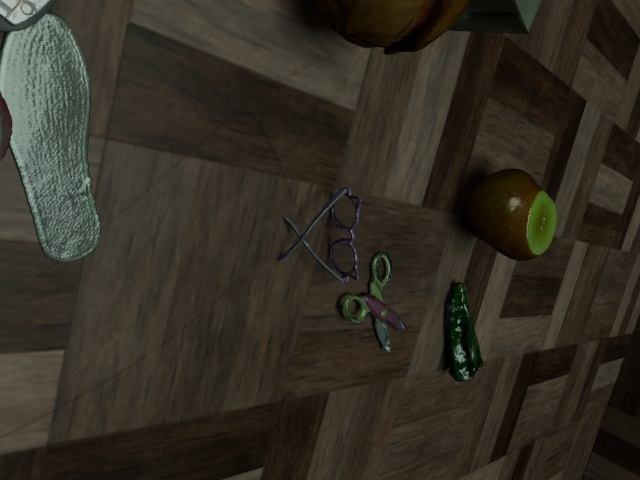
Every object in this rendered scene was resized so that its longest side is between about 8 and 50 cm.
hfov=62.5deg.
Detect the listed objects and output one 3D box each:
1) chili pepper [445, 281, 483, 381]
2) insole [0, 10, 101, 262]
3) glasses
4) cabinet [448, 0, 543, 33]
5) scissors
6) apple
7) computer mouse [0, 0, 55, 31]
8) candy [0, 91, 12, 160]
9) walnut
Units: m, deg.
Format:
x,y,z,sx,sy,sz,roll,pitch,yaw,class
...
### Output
x,y,z,sx,sy,sz,roll,pitch,yaw,class
0.297,0.181,1.097,0.088,0.059,0.226,-32,122,-38,chili pepper
-0.244,-0.086,0.483,0.080,0.003,0.231,-16,117,-40,insole
0.000,0.000,0.719,0.104,0.063,0.139,-13,114,-40,glasses
0.241,-0.419,0.727,0.145,0.150,0.206,27,87,-52,cabinet
0.102,0.118,0.896,0.133,0.020,0.187,-50,133,-24,scissors
0.354,-0.051,0.973,0.147,0.163,0.146,-56,146,9,apple
-0.275,-0.238,0.362,0.199,0.045,0.102,38,77,-45,computer mouse
-0.295,-0.091,0.403,0.103,0.043,0.103,-21,123,-38,candy
0.106,-0.370,0.584,0.209,0.209,0.336,30,76,-47,walnut
